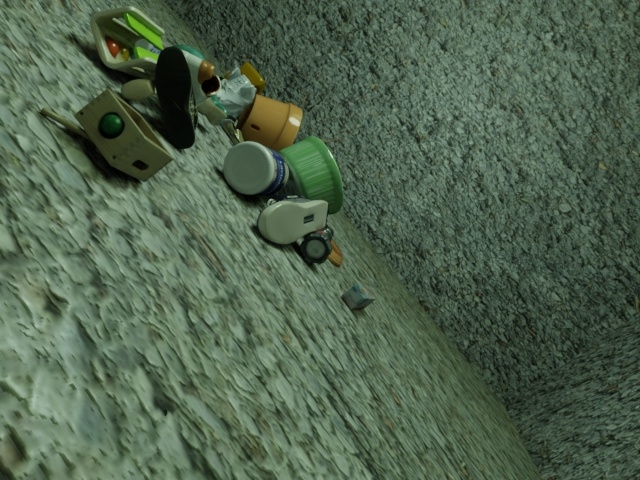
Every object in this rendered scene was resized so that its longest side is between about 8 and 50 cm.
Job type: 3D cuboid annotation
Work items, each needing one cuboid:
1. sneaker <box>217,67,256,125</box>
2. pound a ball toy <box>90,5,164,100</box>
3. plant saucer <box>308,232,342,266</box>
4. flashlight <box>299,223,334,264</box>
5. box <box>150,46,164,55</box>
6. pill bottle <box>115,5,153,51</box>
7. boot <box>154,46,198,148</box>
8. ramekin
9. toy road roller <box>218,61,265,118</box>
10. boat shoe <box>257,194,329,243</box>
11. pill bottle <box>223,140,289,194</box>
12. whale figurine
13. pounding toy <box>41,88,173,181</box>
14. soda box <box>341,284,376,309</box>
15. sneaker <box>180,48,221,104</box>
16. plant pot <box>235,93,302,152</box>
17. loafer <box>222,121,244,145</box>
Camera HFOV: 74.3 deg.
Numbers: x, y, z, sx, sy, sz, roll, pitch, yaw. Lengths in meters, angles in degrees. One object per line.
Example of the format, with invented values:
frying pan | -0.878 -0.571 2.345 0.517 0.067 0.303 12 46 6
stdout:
sneaker | -0.390 -0.585 1.631 0.137 0.210 0.365 52 11 16
pound a ball toy | -0.487 -0.464 1.111 0.319 0.135 0.209 -104 -178 -74
plant saucer | 0.025 0.018 1.701 0.200 0.037 0.200 47 10 -11
flashlight | 0.000 0.000 1.451 0.103 0.103 0.304 32 14 1
box | -0.593 -0.681 1.542 0.169 0.059 0.054 39 13 -45
pill bottle | -0.582 -0.649 1.318 0.117 0.117 0.208 40 14 -41
boot | -0.366 -0.371 1.093 0.179 0.085 0.237 -117 -156 -64
ramekin | -0.057 -0.217 1.559 0.303 0.148 0.304 50 -26 36
toy road roller | -0.391 -0.763 2.179 0.203 0.240 0.329 50 10 2
boat shoe | -0.119 -0.073 1.276 0.158 0.127 0.340 13 12 28
pill bottle | -0.187 -0.217 1.324 0.153 0.153 0.264 50 11 2
whale figurine | -0.403 -0.516 1.396 0.272 0.141 0.216 47 -28 -19
pounding toy | -0.350 -0.175 0.710 0.130 0.100 0.141 51 0 7
soda box | 0.133 0.195 1.443 0.058 0.063 0.183 53 11 18
sneaker | -0.357 -0.427 1.229 0.122 0.106 0.290 15 -11 -14
plant pot | -0.241 -0.493 1.837 0.203 0.291 0.291 24 21 -26
loafer | -0.339 -0.422 1.706 0.148 0.050 0.056 51 10 6
